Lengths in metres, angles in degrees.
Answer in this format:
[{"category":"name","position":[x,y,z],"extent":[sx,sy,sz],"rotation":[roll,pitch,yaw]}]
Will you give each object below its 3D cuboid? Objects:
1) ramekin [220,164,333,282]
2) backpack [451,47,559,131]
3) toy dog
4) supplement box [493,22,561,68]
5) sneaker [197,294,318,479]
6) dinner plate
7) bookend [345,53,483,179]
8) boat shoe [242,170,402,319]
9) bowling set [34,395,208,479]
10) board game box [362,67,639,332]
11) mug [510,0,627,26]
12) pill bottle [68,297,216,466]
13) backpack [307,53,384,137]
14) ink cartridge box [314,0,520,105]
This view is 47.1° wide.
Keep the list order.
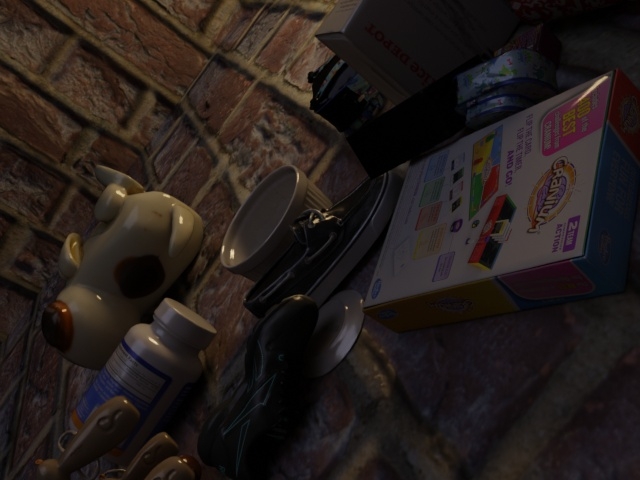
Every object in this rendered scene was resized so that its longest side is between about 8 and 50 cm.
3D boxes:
[{"category":"ramekin","position":[-0.065,-0.014,1.236],"extent":[0.207,0.109,0.207],"rotation":[-40,28,27]},{"category":"backpack","position":[0.237,-0.180,0.918],"extent":[0.114,0.105,0.084],"rotation":[-23,62,46]},{"category":"toy dog","position":[-0.429,0.094,1.620],"extent":[0.395,0.284,0.408],"rotation":[18,75,46]},{"category":"supplement box","position":[0.276,-0.244,0.992],"extent":[0.083,0.043,0.055],"rotation":[-24,39,49]},{"category":"sneaker","position":[-0.060,0.204,0.992],"extent":[0.106,0.101,0.267],"rotation":[26,89,40]},{"category":"dinner plate","position":[0.009,0.128,1.038],"extent":[0.141,0.017,0.141],"rotation":[-39,30,29]},{"category":"bookend","position":[0.146,-0.171,1.024],"extent":[0.157,0.072,0.156],"rotation":[-37,7,-41]},{"category":"boat shoe","position":[0.000,0.000,1.095],"extent":[0.301,0.102,0.108],"rotation":[-51,18,3]},{"category":"bowling set","position":[-0.227,0.366,1.001],"extent":[0.154,0.287,0.200],"rotation":[-43,-19,-13]},{"category":"board game box","position":[0.201,-0.031,0.836],"extent":[0.316,0.064,0.242],"rotation":[-20,42,51]},{"category":"mug","position":[0.348,-0.342,0.952],"extent":[0.169,0.150,0.113],"rotation":[180,86,-65]},{"category":"pill bottle","position":[-0.304,0.243,1.289],"extent":[0.272,0.152,0.152],"rotation":[-56,25,-3]},{"category":"backpack","position":[0.069,-0.297,1.340],"extent":[0.173,0.117,0.158],"rotation":[-44,27,24]},{"category":"ink cartridge box","position":[0.175,-0.364,1.108],"extent":[0.307,0.223,0.129],"rotation":[-55,24,-1]}]
